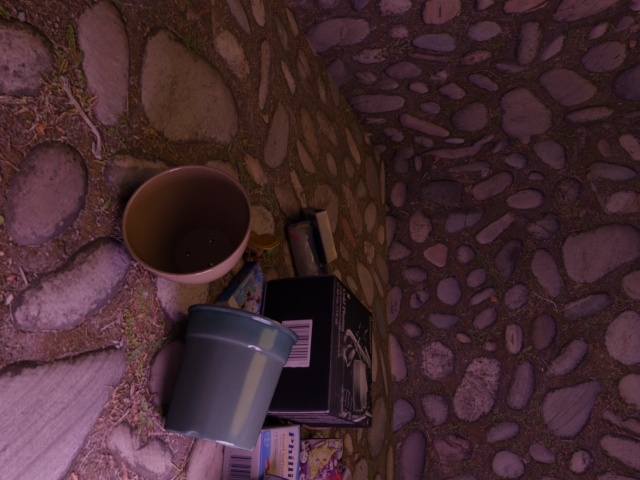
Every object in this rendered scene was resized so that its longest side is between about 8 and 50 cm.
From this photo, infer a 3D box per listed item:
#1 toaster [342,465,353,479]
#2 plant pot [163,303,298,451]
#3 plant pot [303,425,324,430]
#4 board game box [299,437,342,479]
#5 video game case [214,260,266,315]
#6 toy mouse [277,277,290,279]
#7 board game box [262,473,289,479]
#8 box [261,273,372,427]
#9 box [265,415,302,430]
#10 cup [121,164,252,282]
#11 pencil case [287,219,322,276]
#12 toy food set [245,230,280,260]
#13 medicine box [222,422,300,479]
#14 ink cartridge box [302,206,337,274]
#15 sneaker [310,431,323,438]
[{"bbox_3d":[0.088,1.168,2.170,0.227,0.129,0.146,-22,102,-66],"label":"toaster"},{"bbox_3d":[-0.265,0.399,1.318,0.341,0.341,0.334,51,45,-52],"label":"plant pot"},{"bbox_3d":[0.080,0.732,2.090,0.256,0.274,0.256,-7,90,-69],"label":"plant pot"},{"bbox_3d":[-0.020,0.958,1.971,0.347,0.056,0.208,25,63,-48],"label":"board game box"},{"bbox_3d":[-0.260,0.246,1.690,0.269,0.061,0.244,-60,138,-57],"label":"video game case"},{"bbox_3d":[-0.165,0.209,1.971,0.143,0.031,0.161,60,31,-45],"label":"toy mouse"},{"bbox_3d":[-0.164,0.911,1.338,0.233,0.078,0.347,-22,109,-61],"label":"board game box"},{"bbox_3d":[-0.003,0.441,1.765,0.472,0.297,0.479,50,38,-56],"label":"box"},{"bbox_3d":[-0.149,0.600,1.834,0.257,0.079,0.322,-76,149,-46],"label":"box"},{"bbox_3d":[-0.345,-0.009,1.290,0.237,0.331,0.331,93,1,-63],"label":"cup"},{"bbox_3d":[-0.069,0.042,2.134,0.113,0.124,0.273,-43,124,-69],"label":"pencil case"},{"bbox_3d":[-0.242,0.028,1.762,0.218,0.128,0.071,-34,145,-67],"label":"toy food set"},{"bbox_3d":[-0.195,0.771,1.572,0.289,0.149,0.263,35,52,-60],"label":"medicine box"},{"bbox_3d":[0.000,0.000,2.194,0.303,0.072,0.307,-154,-132,-73],"label":"ink cartridge box"},{"bbox_3d":[-0.021,0.966,2.062,0.083,0.071,0.190,-11,87,-59],"label":"sneaker"}]
